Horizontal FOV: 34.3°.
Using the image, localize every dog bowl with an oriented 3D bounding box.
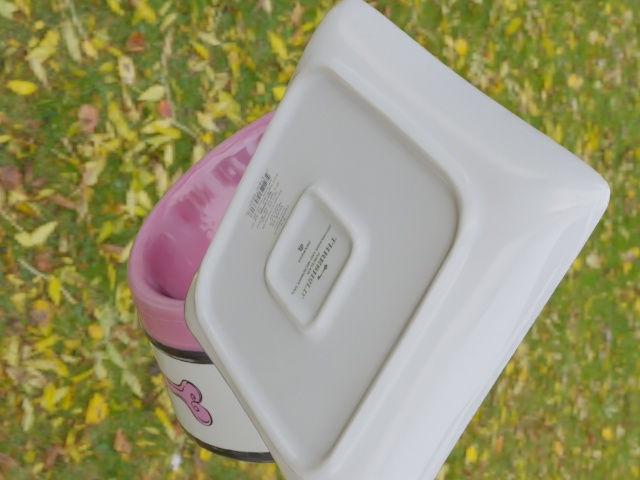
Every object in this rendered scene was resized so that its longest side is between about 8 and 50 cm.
[{"bbox_3d":[0.000,0.000,0.961,0.408,0.408,0.150,-54,126,-36],"label":"dog bowl"}]

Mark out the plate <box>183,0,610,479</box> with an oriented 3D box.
[{"bbox_3d":[0.008,0.015,0.640,0.045,0.278,0.277,12,115,-37],"label":"plate"}]
